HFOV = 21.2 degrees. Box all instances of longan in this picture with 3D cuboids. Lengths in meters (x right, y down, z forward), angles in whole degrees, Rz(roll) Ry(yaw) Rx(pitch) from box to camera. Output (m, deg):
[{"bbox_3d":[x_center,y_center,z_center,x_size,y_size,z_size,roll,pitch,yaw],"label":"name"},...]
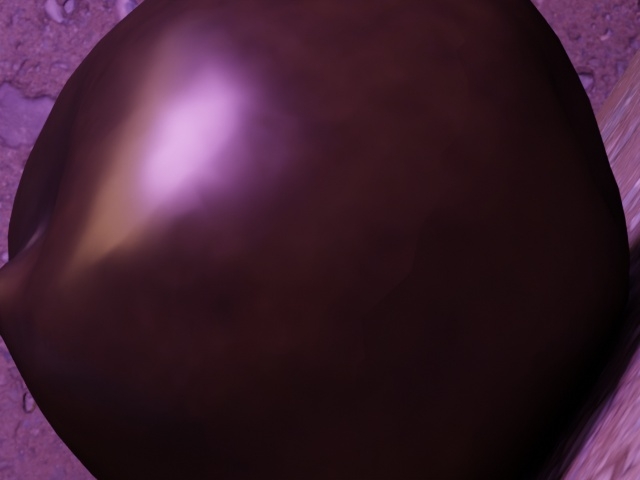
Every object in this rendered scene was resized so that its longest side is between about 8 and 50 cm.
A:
[{"bbox_3d":[0.000,0.000,0.761,0.288,0.288,0.350,-57,8,13],"label":"longan"}]
